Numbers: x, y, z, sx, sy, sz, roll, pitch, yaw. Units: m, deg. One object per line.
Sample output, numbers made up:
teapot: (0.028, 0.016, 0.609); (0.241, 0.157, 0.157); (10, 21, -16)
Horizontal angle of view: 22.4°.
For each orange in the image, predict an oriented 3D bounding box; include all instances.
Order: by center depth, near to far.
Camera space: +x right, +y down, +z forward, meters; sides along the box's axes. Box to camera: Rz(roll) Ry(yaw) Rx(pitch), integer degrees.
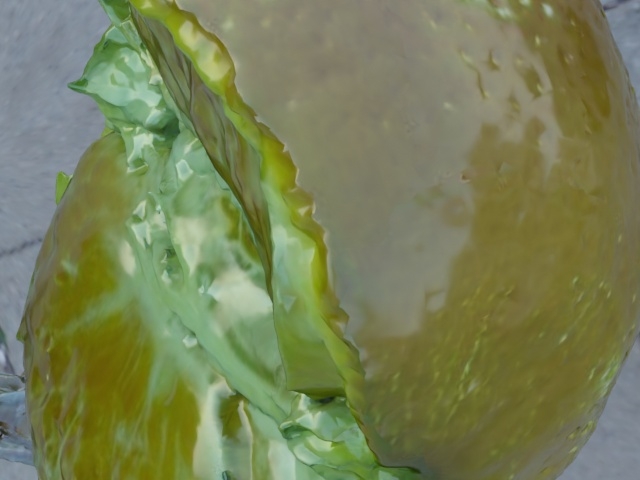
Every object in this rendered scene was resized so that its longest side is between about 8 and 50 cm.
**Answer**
orange: (0.006, -0.002, 0.435); (0.158, 0.179, 0.237); (-6, 137, -18)

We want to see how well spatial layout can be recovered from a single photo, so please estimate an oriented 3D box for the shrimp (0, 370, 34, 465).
shrimp: (-0.142, 0.096, 1.124); (0.317, 0.077, 0.168); (12, 46, -26)
